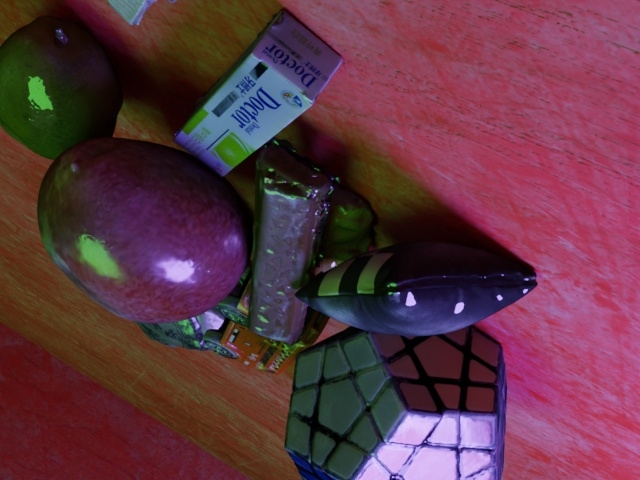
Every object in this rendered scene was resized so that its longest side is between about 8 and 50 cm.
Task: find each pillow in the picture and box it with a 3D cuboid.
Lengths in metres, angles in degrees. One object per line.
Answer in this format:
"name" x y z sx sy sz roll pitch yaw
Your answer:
"pillow" 0.101 0.056 1.349 0.186 0.106 0.250 -2 176 -25

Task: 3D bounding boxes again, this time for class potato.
"potato" -0.336 -0.192 1.496 0.174 0.159 0.251 16 153 -10

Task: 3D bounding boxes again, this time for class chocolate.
"chocolate" -0.048 0.015 1.417 0.102 0.065 0.329 33 145 18

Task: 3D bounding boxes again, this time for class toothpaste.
"toothpaste" -0.079 -0.150 1.295 0.081 0.067 0.336 37 161 -11

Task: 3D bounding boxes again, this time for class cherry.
"cherry" -0.221 -0.017 1.460 0.261 0.221 0.307 21 171 30

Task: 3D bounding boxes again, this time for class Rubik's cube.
"Rubik's cube" 0.104 0.229 1.544 0.319 0.264 0.319 32 160 13

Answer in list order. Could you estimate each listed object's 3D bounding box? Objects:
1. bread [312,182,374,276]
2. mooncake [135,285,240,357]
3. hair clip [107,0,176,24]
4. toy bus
"bread" 0.000 0.000 1.481 0.128 0.088 0.232 23 152 14
"mooncake" -0.254 0.093 2.025 0.250 0.136 0.254 49 156 -22
"hair clip" -0.177 -0.292 1.150 0.159 0.071 0.218 39 156 0
"toy bus" -0.069 0.097 1.733 0.153 0.143 0.329 27 159 -2
